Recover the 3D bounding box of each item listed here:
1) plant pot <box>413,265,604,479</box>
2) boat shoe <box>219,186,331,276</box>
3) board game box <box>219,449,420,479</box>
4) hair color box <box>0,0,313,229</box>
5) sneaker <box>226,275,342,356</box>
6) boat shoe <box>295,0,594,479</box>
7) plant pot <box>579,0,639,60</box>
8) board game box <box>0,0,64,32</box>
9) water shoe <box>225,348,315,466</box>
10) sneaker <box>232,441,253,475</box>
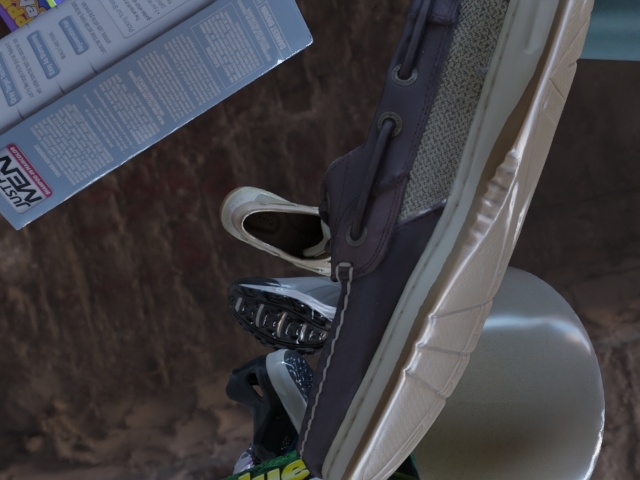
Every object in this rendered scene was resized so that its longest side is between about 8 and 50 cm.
[{"bbox_3d":[0.117,0.168,1.058,0.284,0.191,0.284,-1,-91,54],"label":"plant pot"},{"bbox_3d":[0.000,0.000,1.524,0.109,0.302,0.098,-68,-155,8],"label":"boat shoe"},{"bbox_3d":[-0.043,0.228,0.821,0.136,0.260,0.030,-101,167,-68],"label":"board game box"},{"bbox_3d":[-0.218,-0.193,1.110,0.185,0.375,0.113,52,-7,48],"label":"hair color box"},{"bbox_3d":[0.012,0.087,1.333,0.108,0.272,0.100,-91,-165,-46],"label":"sneaker"},{"bbox_3d":[0.046,-0.017,0.502,0.103,0.092,0.285,15,97,-67],"label":"boat shoe"},{"bbox_3d":[0.321,-0.350,1.185,0.341,0.334,0.341,0,90,-73],"label":"plant pot"},{"bbox_3d":[-0.348,-0.371,1.346,0.347,0.078,0.233,59,32,-24],"label":"board game box"},{"bbox_3d":[-0.021,0.197,0.953,0.073,0.080,0.203,-48,117,-71],"label":"water shoe"},{"bbox_3d":[-0.088,0.311,1.447,0.038,0.098,0.069,47,19,-37],"label":"sneaker"}]
